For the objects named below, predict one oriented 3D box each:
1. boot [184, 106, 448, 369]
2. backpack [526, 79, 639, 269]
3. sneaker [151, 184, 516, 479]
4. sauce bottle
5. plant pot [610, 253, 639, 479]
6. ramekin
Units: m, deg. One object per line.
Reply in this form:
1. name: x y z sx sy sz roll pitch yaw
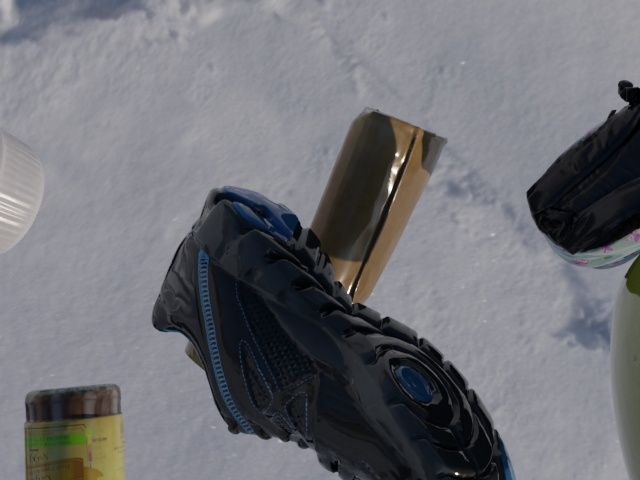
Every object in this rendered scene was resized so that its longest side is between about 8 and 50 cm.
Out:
1. boot: 0.000 0.000 0.813 0.236 0.089 0.270 4 112 -61
2. backpack: 0.301 -0.049 0.848 0.115 0.182 0.152 33 24 -52
3. sneaker: 0.006 0.113 0.651 0.341 0.140 0.125 47 21 23
4. sauce bottle: -0.264 0.333 0.937 0.111 0.111 0.345 -1 79 -28
5. plant pot: 0.330 0.137 0.613 0.275 0.274 0.293 62 32 -6
6. ramekin: -0.504 -0.073 1.267 0.109 0.207 0.207 28 67 -48
